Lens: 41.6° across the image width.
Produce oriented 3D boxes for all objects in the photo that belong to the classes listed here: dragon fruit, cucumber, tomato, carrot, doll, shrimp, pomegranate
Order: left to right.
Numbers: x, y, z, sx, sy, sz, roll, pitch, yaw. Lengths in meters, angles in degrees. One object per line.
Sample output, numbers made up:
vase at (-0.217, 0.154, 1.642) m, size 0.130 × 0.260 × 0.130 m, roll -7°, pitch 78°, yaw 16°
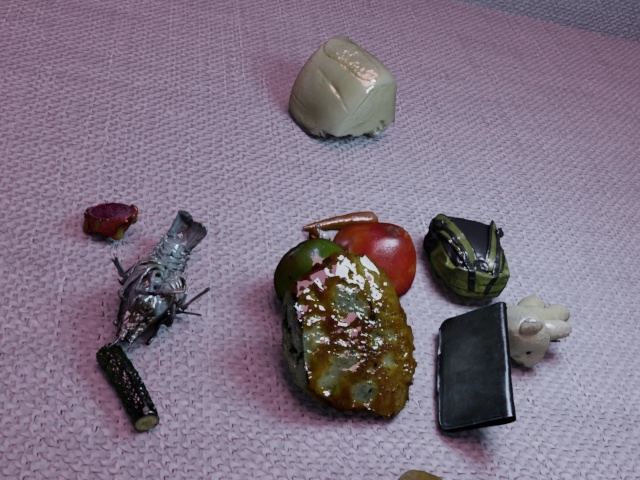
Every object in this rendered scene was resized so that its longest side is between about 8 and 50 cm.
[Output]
dragon fruit at (-0.471, -0.042, 1.906) m, size 0.126 × 0.068 × 0.112 m, roll -2°, pitch 25°, yaw -6°
cucumber at (-0.358, 0.273, 1.578) m, size 0.058 × 0.058 × 0.187 m, roll -14°, pitch 49°, yaw -35°
shrimp at (-0.331, 0.084, 1.751) m, size 0.221 × 0.166 × 0.410 m, roll 38°, pitch 20°, yaw -14°
doll at (-0.006, -0.001, 2.081) m, size 0.058 × 0.040 × 0.085 m, roll 30°, pitch 37°, yaw -4°
pomegranate at (0.005, 0.105, 1.859) m, size 0.225 × 0.187 × 0.187 m, roll 49°, pitch 42°, yaw 3°
carrot at (0.051, -0.045, 2.159) m, size 0.216 × 0.048 × 0.048 m, roll -7°, pitch 45°, yaw -24°
tomato at (0.143, 0.024, 2.033) m, size 0.200 × 0.139 × 0.233 m, roll 3°, pitch 40°, yaw -30°
doll at (0.498, 0.208, 2.003) m, size 0.278 × 0.175 × 0.149 m, roll -20°, pitch 90°, yaw -50°

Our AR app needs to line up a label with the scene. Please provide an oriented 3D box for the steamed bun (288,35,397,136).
steamed bun at (0.056, -0.424, 2.483) m, size 0.290 × 0.273 × 0.272 m, roll 34°, pitch 56°, yaw 23°

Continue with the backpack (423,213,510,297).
backpack at (0.373, 0.036, 2.118) m, size 0.207 × 0.140 × 0.253 m, roll 6°, pitch 35°, yaw -13°

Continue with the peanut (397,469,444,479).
peanut at (0.207, 0.507, 1.504) m, size 0.110 × 0.120 × 0.236 m, roll 35°, pitch 14°, yaw -46°

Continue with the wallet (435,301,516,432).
wallet at (0.331, 0.274, 1.818) m, size 0.172 × 0.045 × 0.318 m, roll -19°, pitch 37°, yaw 22°

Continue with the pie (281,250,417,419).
pie at (0.065, 0.198, 1.738) m, size 0.288 × 0.103 × 0.354 m, roll -5°, pitch 79°, yaw -32°
